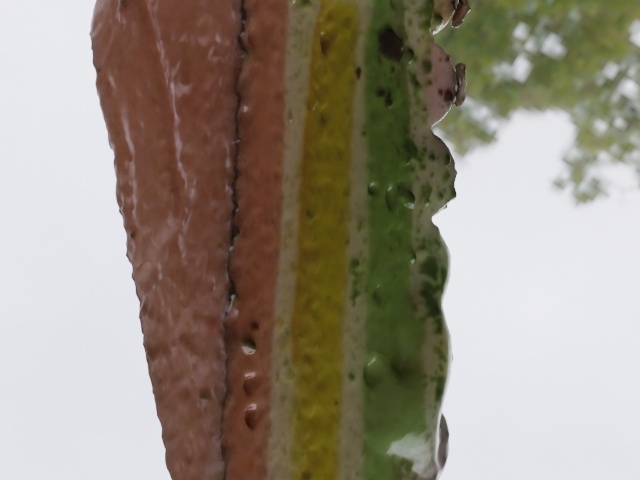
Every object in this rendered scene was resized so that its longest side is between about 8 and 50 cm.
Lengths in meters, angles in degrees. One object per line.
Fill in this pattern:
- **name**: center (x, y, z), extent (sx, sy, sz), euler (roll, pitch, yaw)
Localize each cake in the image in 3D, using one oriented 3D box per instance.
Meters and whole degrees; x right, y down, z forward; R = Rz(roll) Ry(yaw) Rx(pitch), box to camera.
- **cake**: center (-0.016, 0.000, 0.662), extent (0.109, 0.090, 0.225), euler (2, -92, -46)
